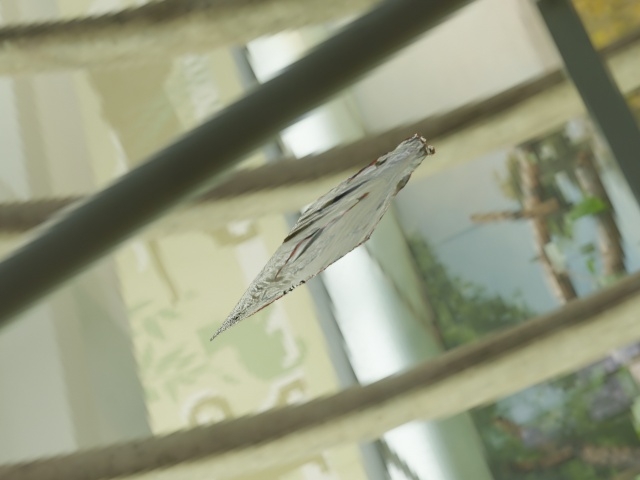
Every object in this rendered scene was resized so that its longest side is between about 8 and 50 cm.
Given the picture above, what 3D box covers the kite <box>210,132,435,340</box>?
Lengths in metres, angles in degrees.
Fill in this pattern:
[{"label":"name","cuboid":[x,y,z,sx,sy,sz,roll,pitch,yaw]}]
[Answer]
[{"label":"kite","cuboid":[-0.002,-0.002,1.761,0.013,0.327,0.377,48,180,-11]}]
